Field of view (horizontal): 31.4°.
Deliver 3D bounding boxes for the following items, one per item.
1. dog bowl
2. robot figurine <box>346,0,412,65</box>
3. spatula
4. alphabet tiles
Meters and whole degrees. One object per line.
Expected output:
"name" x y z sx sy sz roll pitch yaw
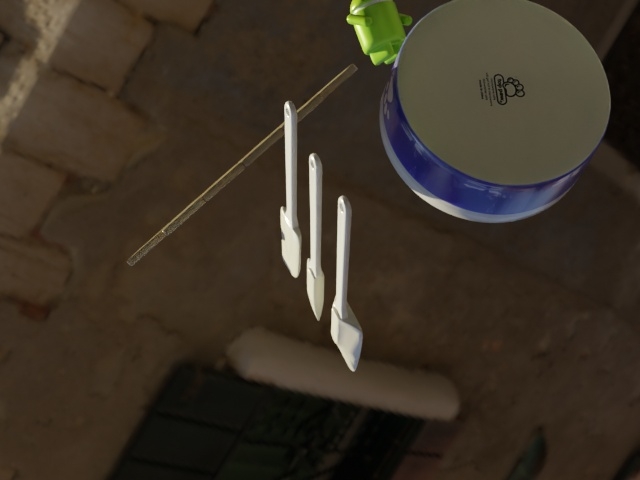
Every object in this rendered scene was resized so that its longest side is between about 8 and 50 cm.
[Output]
"dog bowl" 0.209 -0.160 1.376 0.265 0.265 0.104 32 158 6
"robot figurine" 0.083 -0.314 1.651 0.101 0.115 0.067 -13 172 -41
"spatula" 0.000 0.000 1.063 0.242 0.019 0.168 93 156 -50
"alphabet tiles" -0.095 -0.091 1.369 0.011 0.342 0.285 49 178 -6
